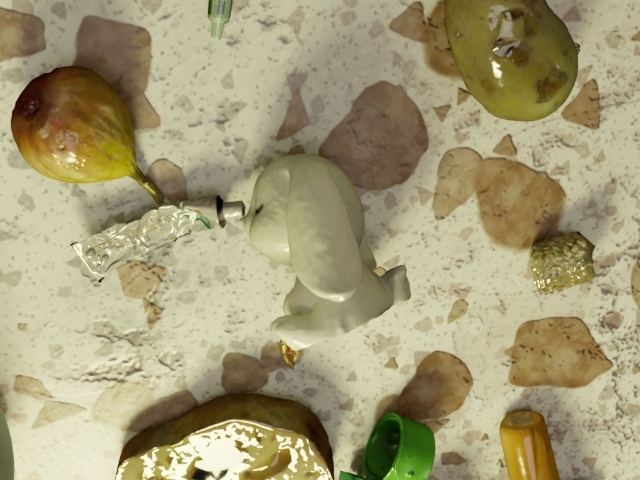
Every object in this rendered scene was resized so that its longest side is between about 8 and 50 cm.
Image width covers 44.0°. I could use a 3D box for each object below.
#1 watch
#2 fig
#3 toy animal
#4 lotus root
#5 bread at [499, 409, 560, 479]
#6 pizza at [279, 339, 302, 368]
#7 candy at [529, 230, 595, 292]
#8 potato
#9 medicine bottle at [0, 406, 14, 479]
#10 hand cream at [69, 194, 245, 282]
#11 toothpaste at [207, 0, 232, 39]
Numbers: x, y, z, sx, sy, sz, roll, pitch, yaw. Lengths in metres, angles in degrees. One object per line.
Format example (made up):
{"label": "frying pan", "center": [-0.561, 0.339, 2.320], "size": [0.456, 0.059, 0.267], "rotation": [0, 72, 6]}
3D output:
{"label": "watch", "center": [0.116, 0.373, 1.356], "size": [0.131, 0.165, 0.152], "rotation": [21, 79, -15]}
{"label": "fig", "center": [-0.305, -0.123, 1.113], "size": [0.159, 0.159, 0.257], "rotation": [-40, 132, 5]}
{"label": "toy animal", "center": [0.000, 0.000, 1.158], "size": [0.206, 0.272, 0.265], "rotation": [-21, 88, 11]}
{"label": "lotus root", "center": [-0.161, 0.432, 1.334], "size": [0.375, 0.111, 0.390], "rotation": [24, 106, -15]}
{"label": "bread", "center": [0.380, 0.424, 1.405], "size": [0.092, 0.074, 0.239], "rotation": [-13, 92, -5]}
{"label": "pizza", "center": [-0.049, 0.174, 1.308], "size": [0.037, 0.016, 0.083], "rotation": [-8, 109, -14]}
{"label": "candy", "center": [0.400, 0.037, 1.311], "size": [0.110, 0.085, 0.095], "rotation": [-11, 102, 6]}
{"label": "potato", "center": [0.265, -0.282, 1.135], "size": [0.165, 0.165, 0.262], "rotation": [-40, 116, 5]}
{"label": "medicine bottle", "center": [-0.632, 0.333, 1.139], "size": [0.306, 0.245, 0.245], "rotation": [-17, 111, -2]}
{"label": "hand cream", "center": [-0.236, -0.015, 1.186], "size": [0.257, 0.050, 0.084], "rotation": [-20, 133, 1]}
{"label": "toothpaste", "center": [-0.132, -0.382, 1.095], "size": [0.049, 0.031, 0.204], "rotation": [5, 106, -13]}
